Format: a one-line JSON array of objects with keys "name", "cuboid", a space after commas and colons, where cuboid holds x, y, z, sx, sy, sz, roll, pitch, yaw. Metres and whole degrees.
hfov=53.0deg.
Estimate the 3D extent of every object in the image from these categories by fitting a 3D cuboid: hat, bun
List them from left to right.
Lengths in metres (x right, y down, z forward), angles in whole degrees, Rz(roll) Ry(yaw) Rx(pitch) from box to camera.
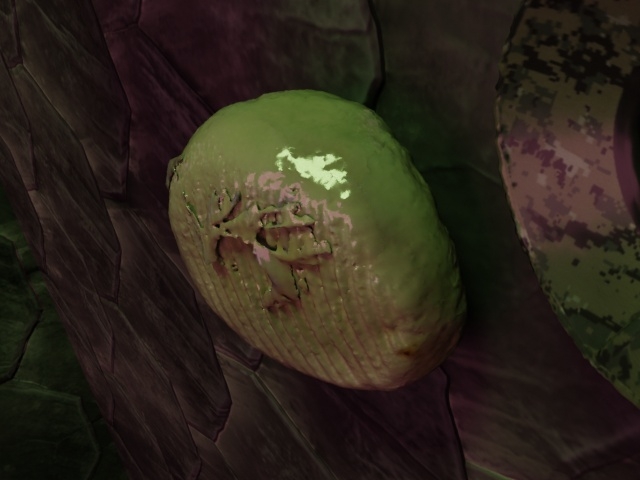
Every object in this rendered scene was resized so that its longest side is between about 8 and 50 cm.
[{"name": "bun", "cuboid": [0.002, -0.002, 0.543, 0.273, 0.168, 0.272, 25, 138, 26]}, {"name": "hat", "cuboid": [0.204, -0.032, 0.281, 0.265, 0.128, 0.265, 44, 142, 49]}]
